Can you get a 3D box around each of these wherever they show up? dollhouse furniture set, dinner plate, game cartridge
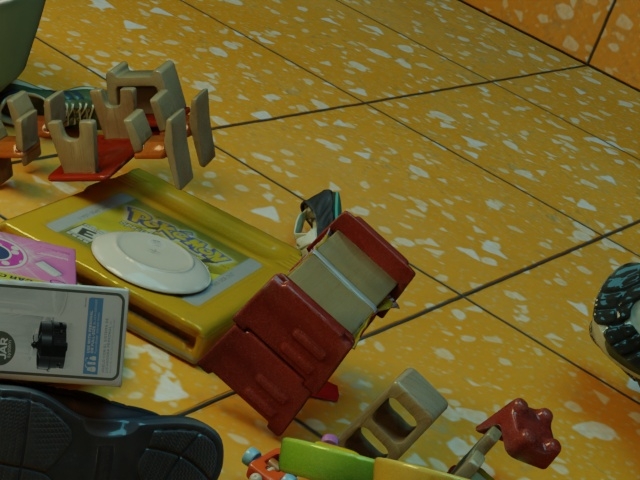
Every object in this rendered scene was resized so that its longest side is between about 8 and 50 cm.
[{"bbox_3d":[0.082,0.166,1.549,0.374,0.152,0.201,43,33,5],"label":"dollhouse furniture set"},{"bbox_3d":[-0.190,0.019,1.672,0.141,0.017,0.141,19,20,-7],"label":"dinner plate"},{"bbox_3d":[-0.187,0.017,1.759,0.285,0.053,0.323,27,25,14],"label":"game cartridge"},{"bbox_3d":[-0.255,-0.126,1.865,0.262,0.135,0.259,1,25,19],"label":"dollhouse furniture set"}]

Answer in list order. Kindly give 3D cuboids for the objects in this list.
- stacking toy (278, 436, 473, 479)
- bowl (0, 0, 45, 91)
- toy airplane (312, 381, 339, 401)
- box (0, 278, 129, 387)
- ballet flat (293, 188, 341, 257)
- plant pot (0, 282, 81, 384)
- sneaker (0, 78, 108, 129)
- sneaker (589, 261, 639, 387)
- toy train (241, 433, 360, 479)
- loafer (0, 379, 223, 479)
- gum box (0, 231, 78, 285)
[{"bbox_3d":[0.104,0.271,1.257,0.309,0.130,0.279,23,-12,-37],"label":"stacking toy"},{"bbox_3d":[-0.509,-0.285,1.962,0.311,0.163,0.311,2,29,-1],"label":"bowl"},{"bbox_3d":[-0.045,0.133,1.646,0.151,0.028,0.151,19,23,-8],"label":"toy airplane"},{"bbox_3d":[-0.322,0.076,1.321,0.289,0.087,0.169,5,-4,-9],"label":"box"},{"bbox_3d":[0.000,0.000,1.944,0.074,0.074,0.203,15,30,-13],"label":"ballet flat"},{"bbox_3d":[-0.326,0.084,1.518,0.236,0.032,0.236,17,22,-7],"label":"plant pot"},{"bbox_3d":[-0.362,-0.174,2.024,0.192,0.064,0.086,8,26,-14],"label":"sneaker"},{"bbox_3d":[0.504,0.184,1.847,0.410,0.158,0.182,39,-12,3],"label":"sneaker"},{"bbox_3d":[0.008,0.248,1.421,0.166,0.046,0.125,30,31,21],"label":"toy train"},{"bbox_3d":[-0.236,0.182,1.316,0.302,0.109,0.095,12,3,-33],"label":"loafer"},{"bbox_3d":[-0.334,0.040,1.484,0.188,0.062,0.107,13,24,-17],"label":"gum box"}]
